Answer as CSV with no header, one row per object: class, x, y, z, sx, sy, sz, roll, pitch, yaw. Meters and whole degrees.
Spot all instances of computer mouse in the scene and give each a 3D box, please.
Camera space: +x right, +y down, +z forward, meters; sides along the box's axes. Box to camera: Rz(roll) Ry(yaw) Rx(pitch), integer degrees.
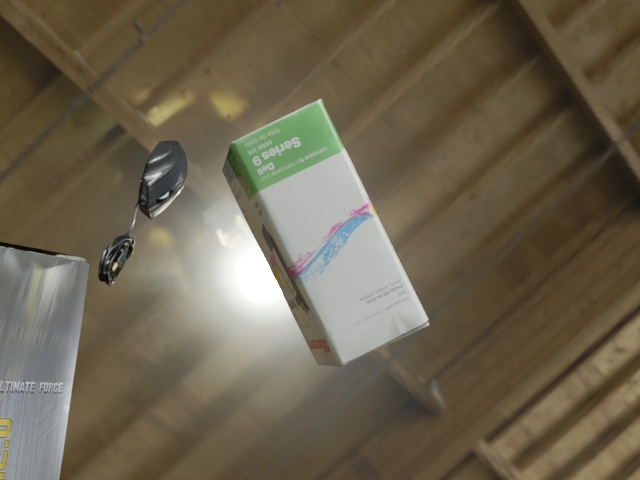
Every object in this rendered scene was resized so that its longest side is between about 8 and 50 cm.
computer mouse,-0.203,-0.033,1.473,0.041,0.242,0.071,15,-43,5

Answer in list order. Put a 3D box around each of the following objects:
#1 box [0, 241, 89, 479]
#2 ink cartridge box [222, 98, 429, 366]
box,-0.188,0.081,0.378,0.056,0.231,0.183,14,-98,-64
ink cartridge box,0.000,0.000,1.109,0.093,0.154,0.212,-28,-90,-9
